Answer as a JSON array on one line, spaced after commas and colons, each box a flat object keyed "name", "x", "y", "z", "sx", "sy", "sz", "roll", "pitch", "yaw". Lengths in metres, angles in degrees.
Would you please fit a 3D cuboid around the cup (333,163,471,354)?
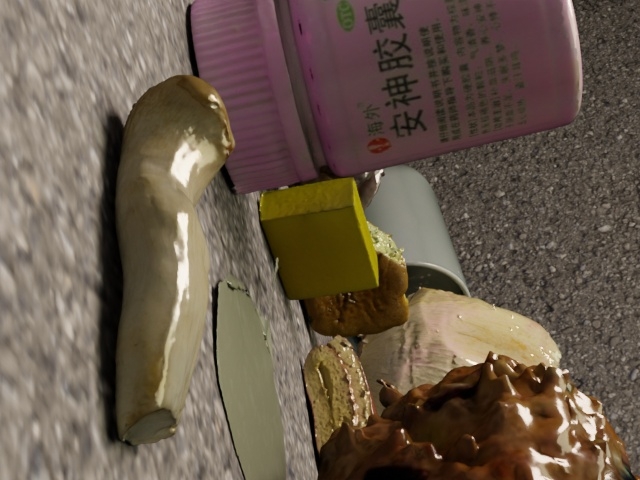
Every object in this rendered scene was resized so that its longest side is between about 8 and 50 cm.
[{"name": "cup", "x": 0.103, "y": 0.022, "z": 1.616, "sx": 0.312, "sy": 0.206, "sz": 0.205, "roll": -99, "pitch": 174, "yaw": -53}]

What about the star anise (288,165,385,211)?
[{"name": "star anise", "x": -0.004, "y": -0.164, "z": 1.134, "sx": 0.332, "sy": 0.118, "sz": 0.331, "roll": 162, "pitch": -90, "yaw": -75}]

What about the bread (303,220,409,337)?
[{"name": "bread", "x": 0.039, "y": 0.044, "z": 1.213, "sx": 0.069, "sy": 0.128, "sz": 0.140, "roll": -104, "pitch": -178, "yaw": -64}]

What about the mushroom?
[{"name": "mushroom", "x": -0.069, "y": 0.004, "z": 0.480, "sx": 0.059, "sy": 0.054, "sz": 0.202, "roll": 67, "pitch": 16, "yaw": -47}]

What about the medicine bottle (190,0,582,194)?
[{"name": "medicine bottle", "x": 0.053, "y": -0.150, "z": 0.868, "sx": 0.178, "sy": 0.291, "sz": 0.178, "roll": -12, "pitch": 90, "yaw": -86}]

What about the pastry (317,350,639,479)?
[{"name": "pastry", "x": 0.122, "y": 0.255, "z": 0.695, "sx": 0.337, "sy": 0.293, "sz": 0.405, "roll": 67, "pitch": 14, "yaw": -3}]

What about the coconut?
[{"name": "coconut", "x": 0.157, "y": 0.213, "z": 1.389, "sx": 0.297, "sy": 0.255, "sz": 0.297, "roll": -161, "pitch": -90, "yaw": -85}]

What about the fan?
[{"name": "fan", "x": -0.045, "y": 0.081, "z": 0.790, "sx": 0.310, "sy": 0.010, "sz": 0.182, "roll": -85, "pitch": 163, "yaw": -67}]

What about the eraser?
[{"name": "eraser", "x": 0.000, "y": 0.000, "z": 1.039, "sx": 0.122, "sy": 0.097, "sz": 0.045, "roll": 73, "pitch": 13, "yaw": -46}]

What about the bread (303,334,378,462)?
[{"name": "bread", "x": 0.033, "y": 0.208, "z": 1.075, "sx": 0.119, "sy": 0.067, "sz": 0.192, "roll": -95, "pitch": 171, "yaw": -59}]
